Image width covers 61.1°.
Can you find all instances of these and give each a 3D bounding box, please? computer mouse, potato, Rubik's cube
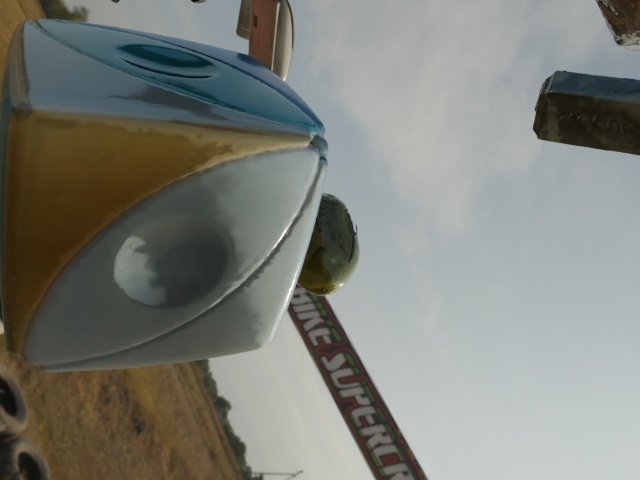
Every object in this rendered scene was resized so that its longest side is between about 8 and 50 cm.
[{"bbox_3d":[-0.113,-0.456,1.207,0.126,0.056,0.245,43,-34,26],"label":"computer mouse"},{"bbox_3d":[0.000,0.000,1.176,0.143,0.169,0.248,56,24,-55],"label":"potato"},{"bbox_3d":[-0.223,-0.067,0.724,0.351,0.347,0.352,54,-45,51],"label":"Rubik's cube"}]

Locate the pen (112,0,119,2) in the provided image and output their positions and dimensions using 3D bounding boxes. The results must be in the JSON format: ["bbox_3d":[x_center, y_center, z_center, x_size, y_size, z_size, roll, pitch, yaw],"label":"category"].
[{"bbox_3d":[-0.442,-0.473,0.945,0.204,0.025,0.025,28,-22,1],"label":"pen"}]

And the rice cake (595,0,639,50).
[{"bbox_3d":[0.135,-0.221,0.258,0.298,0.050,0.106,53,1,-17],"label":"rice cake"}]

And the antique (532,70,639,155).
[{"bbox_3d":[0.431,-0.200,0.843,0.183,0.086,0.088,14,-47,22],"label":"antique"}]

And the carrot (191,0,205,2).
[{"bbox_3d":[-0.089,-0.292,0.574,0.248,0.059,0.059,15,-53,56],"label":"carrot"}]

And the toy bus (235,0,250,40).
[{"bbox_3d":[-0.183,-0.581,1.412,0.123,0.060,0.075,112,-2,-46],"label":"toy bus"}]
